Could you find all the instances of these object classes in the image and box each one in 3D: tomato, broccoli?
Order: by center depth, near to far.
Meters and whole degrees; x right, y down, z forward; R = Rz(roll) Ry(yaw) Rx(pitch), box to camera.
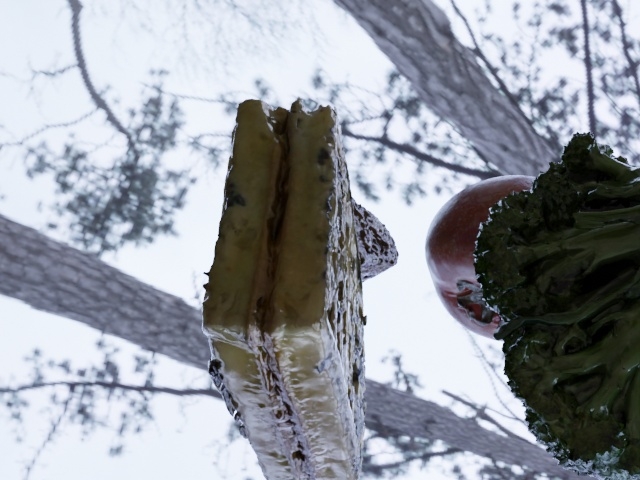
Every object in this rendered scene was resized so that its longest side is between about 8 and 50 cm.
[{"bbox_3d":[0.278,0.046,0.868,0.321,0.304,0.283,54,-33,18],"label":"broccoli"},{"bbox_3d":[0.298,0.025,1.525,0.270,0.270,0.227,15,-130,39],"label":"tomato"}]

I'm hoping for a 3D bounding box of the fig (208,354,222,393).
[{"bbox_3d":[-0.124,0.209,1.690,0.128,0.128,0.150,24,-83,39],"label":"fig"}]

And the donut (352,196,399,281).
[{"bbox_3d":[-0.007,0.007,1.277,0.187,0.126,0.144,-27,-118,32],"label":"donut"}]

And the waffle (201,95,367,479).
[{"bbox_3d":[-0.022,0.067,1.000,0.114,0.376,0.261,-3,-124,6],"label":"waffle"}]
